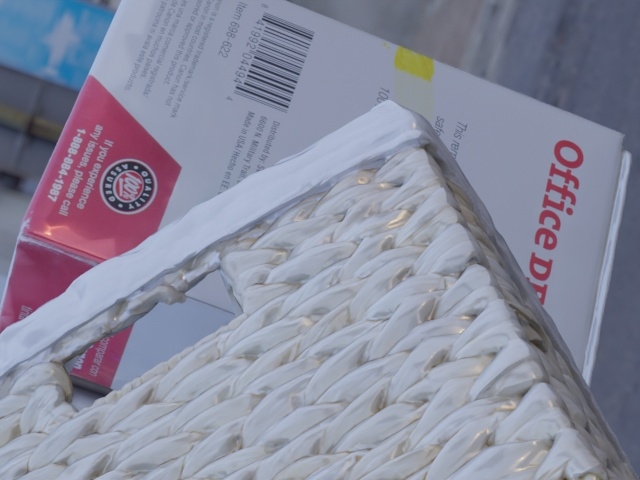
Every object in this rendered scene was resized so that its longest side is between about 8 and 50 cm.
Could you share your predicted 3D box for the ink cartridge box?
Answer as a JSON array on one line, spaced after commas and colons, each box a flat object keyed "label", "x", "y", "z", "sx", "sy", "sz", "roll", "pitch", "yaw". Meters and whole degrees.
[{"label": "ink cartridge box", "x": 0.000, "y": 0.000, "z": 1.279, "sx": 0.160, "sy": 0.384, "sz": 0.279, "roll": 116, "pitch": 174, "yaw": -52}]

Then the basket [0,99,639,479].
[{"label": "basket", "x": 0.007, "y": 0.183, "z": 0.855, "sx": 0.328, "sy": 0.331, "sz": 0.266, "roll": -31, "pitch": 41, "yaw": 4}]
